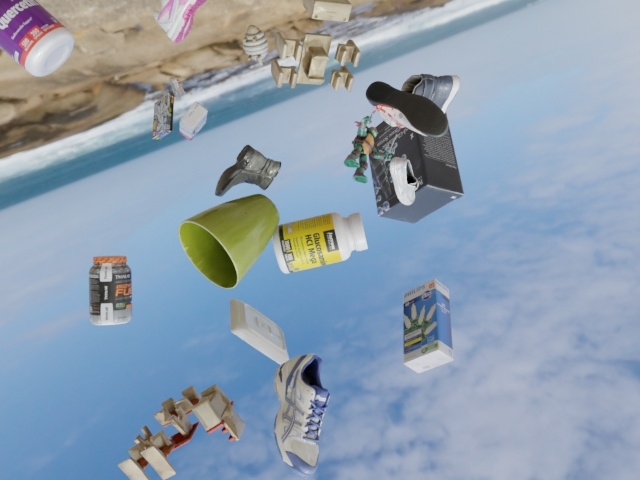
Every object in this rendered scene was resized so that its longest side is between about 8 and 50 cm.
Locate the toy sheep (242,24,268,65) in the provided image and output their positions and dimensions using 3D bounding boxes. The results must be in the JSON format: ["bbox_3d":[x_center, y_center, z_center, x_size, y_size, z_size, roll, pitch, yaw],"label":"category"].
[{"bbox_3d":[-0.206,-0.619,1.680,0.091,0.132,0.091,-3,-138,3],"label":"toy sheep"}]

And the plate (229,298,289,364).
[{"bbox_3d":[-0.227,0.343,2.029,0.045,0.278,0.277,-49,-161,6],"label":"plate"}]

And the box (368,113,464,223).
[{"bbox_3d":[0.372,-0.313,2.145,0.211,0.396,0.293,8,154,-33],"label":"box"}]

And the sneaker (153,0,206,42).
[{"bbox_3d":[-0.388,-0.690,1.481,0.252,0.111,0.103,-52,-171,17],"label":"sneaker"}]

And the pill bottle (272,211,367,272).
[{"bbox_3d":[0.000,0.000,1.977,0.333,0.188,0.188,-14,-165,4],"label":"pill bottle"}]

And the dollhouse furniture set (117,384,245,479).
[{"bbox_3d":[-0.341,0.496,1.358,0.259,0.135,0.262,-31,-170,14],"label":"dollhouse furniture set"}]

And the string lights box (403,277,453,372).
[{"bbox_3d":[0.327,0.259,1.621,0.133,0.076,0.260,-34,-146,36],"label":"string lights box"}]

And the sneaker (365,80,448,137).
[{"bbox_3d":[0.262,-0.361,1.520,0.090,0.270,0.145,-58,156,5],"label":"sneaker"}]

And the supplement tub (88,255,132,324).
[{"bbox_3d":[-0.602,0.140,1.516,0.116,0.191,0.117,-1,-177,0],"label":"supplement tub"}]

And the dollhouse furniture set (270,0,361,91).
[{"bbox_3d":[-0.015,-0.538,1.399,0.212,0.242,0.161,-3,-135,-21],"label":"dollhouse furniture set"}]

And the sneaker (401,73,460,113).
[{"bbox_3d":[0.319,-0.428,1.666,0.163,0.226,0.086,-3,-128,-17],"label":"sneaker"}]

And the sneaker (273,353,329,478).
[{"bbox_3d":[-0.038,0.417,1.298,0.131,0.111,0.297,-34,-131,29],"label":"sneaker"}]

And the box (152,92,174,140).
[{"bbox_3d":[-0.534,-0.420,1.795,0.093,0.137,0.027,-16,159,42],"label":"box"}]

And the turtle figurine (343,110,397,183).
[{"bbox_3d":[0.161,-0.318,1.777,0.118,0.175,0.234,-7,-130,52],"label":"turtle figurine"}]

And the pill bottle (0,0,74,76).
[{"bbox_3d":[-0.933,-0.671,1.605,0.181,0.323,0.181,-46,-168,12],"label":"pill bottle"}]

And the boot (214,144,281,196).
[{"bbox_3d":[-0.263,-0.221,1.930,0.246,0.161,0.084,-45,-145,24],"label":"boot"}]

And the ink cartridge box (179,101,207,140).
[{"bbox_3d":[-0.470,-0.440,1.954,0.099,0.056,0.135,-56,-171,-14],"label":"ink cartridge box"}]

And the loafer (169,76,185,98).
[{"bbox_3d":[-0.506,-0.549,1.875,0.039,0.045,0.125,-36,174,-14],"label":"loafer"}]

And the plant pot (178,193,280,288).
[{"bbox_3d":[-0.286,-0.032,1.821,0.274,0.275,0.293,-4,-148,48],"label":"plant pot"}]

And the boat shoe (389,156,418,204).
[{"bbox_3d":[0.269,-0.181,1.631,0.063,0.184,0.066,10,-133,36],"label":"boat shoe"}]
